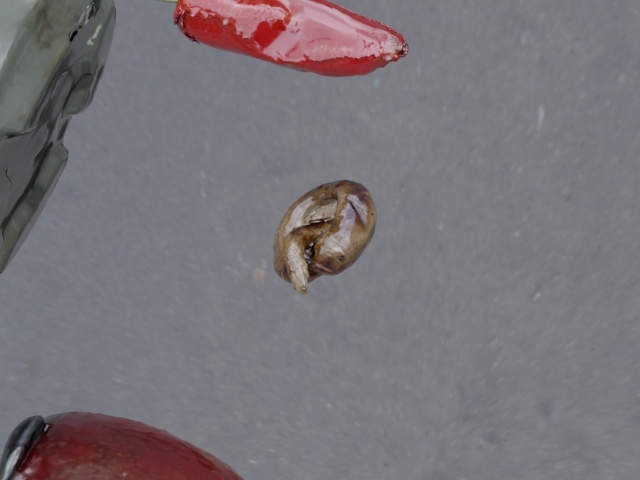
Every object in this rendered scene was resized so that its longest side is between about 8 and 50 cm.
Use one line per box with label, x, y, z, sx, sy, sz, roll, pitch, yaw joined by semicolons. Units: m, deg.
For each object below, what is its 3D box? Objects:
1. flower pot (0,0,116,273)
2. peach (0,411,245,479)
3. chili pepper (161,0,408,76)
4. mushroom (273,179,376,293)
flower pot;-0.169;-0.067;0.519;0.141;0.235;0.235;23;82;-4
peach;-0.177;0.338;1.050;0.353;0.339;0.416;-19;67;-28
chili pepper;-0.072;-0.284;1.691;0.388;0.110;0.110;18;81;16
mushroom;0.001;0.001;1.446;0.135;0.170;0.080;-32;108;36
